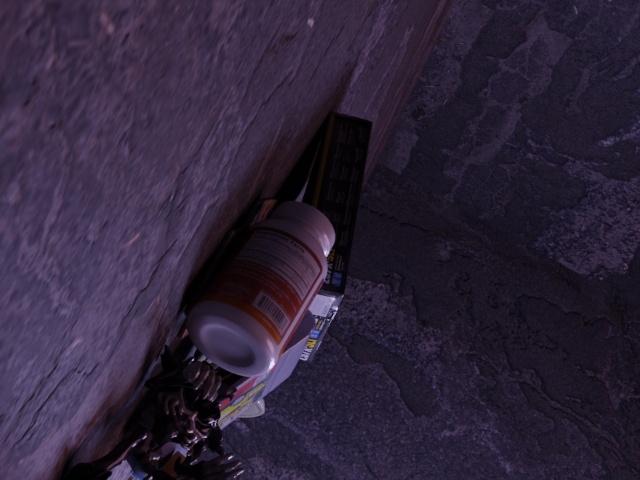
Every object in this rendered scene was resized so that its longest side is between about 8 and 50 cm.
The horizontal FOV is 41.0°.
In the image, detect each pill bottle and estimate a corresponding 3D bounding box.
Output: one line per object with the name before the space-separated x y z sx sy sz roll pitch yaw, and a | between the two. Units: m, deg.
pill bottle | -0.065 0.053 1.065 0.216 0.121 0.121 -58 176 -40

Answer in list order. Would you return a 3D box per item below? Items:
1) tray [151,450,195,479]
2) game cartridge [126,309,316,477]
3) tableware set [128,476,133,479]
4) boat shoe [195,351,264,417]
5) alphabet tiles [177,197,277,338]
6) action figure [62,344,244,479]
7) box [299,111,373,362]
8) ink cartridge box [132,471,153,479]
tray | -0.233 0.479 1.039 0.411 0.202 0.076 -48 170 -35
game cartridge | -0.140 0.218 1.207 0.294 0.060 0.196 -33 167 -28
tableware set | -0.345 0.489 1.373 0.194 0.039 0.128 -58 176 -39
boat shoe | -0.140 0.201 1.461 0.340 0.127 0.113 82 8 -61
alphabet tiles | -0.123 0.032 1.146 0.198 0.009 0.237 -61 177 6
action figure | -0.155 0.220 0.963 0.140 0.164 0.276 -12 -162 31
box | 0.000 0.000 1.364 0.257 0.079 0.322 108 -6 -59
ink cartridge box | -0.233 0.306 1.331 0.104 0.061 0.181 -59 176 -38
